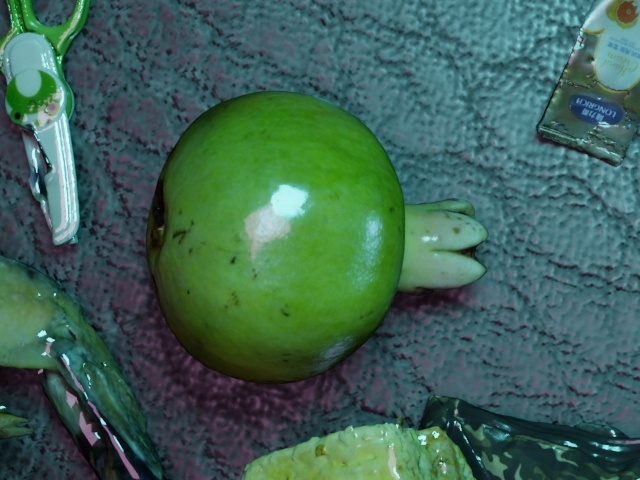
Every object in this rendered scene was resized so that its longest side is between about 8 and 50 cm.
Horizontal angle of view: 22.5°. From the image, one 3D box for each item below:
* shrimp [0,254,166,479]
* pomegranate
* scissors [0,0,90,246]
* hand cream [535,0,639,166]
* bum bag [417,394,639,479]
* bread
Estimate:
[{"bbox_3d":[-0.186,0.182,1.005,0.445,0.085,0.272,49,50,-5],"label":"shrimp"},{"bbox_3d":[-0.005,-0.002,0.978,0.210,0.179,0.179,-4,87,7],"label":"pomegranate"},{"bbox_3d":[-0.189,-0.097,1.081,0.101,0.027,0.204,-15,84,10],"label":"scissors"},{"bbox_3d":[0.195,-0.133,1.025,0.062,0.039,0.163,20,93,-8],"label":"hand cream"},{"bbox_3d":[0.173,0.164,1.001,0.248,0.069,0.102,7,108,24],"label":"bum bag"},{"bbox_3d":[0.035,0.212,0.989,0.138,0.102,0.196,-17,82,29],"label":"bread"}]
